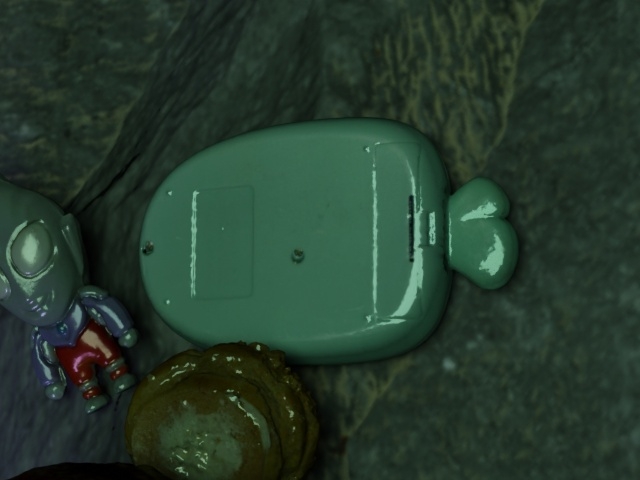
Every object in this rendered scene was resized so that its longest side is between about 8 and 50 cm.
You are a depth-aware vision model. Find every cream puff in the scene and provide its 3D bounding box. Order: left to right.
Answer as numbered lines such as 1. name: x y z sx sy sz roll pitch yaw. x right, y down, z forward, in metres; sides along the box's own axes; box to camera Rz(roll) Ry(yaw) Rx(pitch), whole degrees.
1. cream puff: -0.065 0.134 1.190 0.144 0.103 0.126 -10 100 30

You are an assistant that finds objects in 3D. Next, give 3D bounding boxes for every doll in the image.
1. doll: -0.216 0.026 1.285 0.102 0.075 0.227 -33 83 22

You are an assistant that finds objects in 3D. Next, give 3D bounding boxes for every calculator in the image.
1. calculator: 0.000 0.000 1.224 0.295 0.042 0.184 -4 79 21

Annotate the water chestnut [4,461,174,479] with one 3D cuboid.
1. water chestnut: -0.118 0.297 1.098 0.350 0.302 0.350 30 134 36
